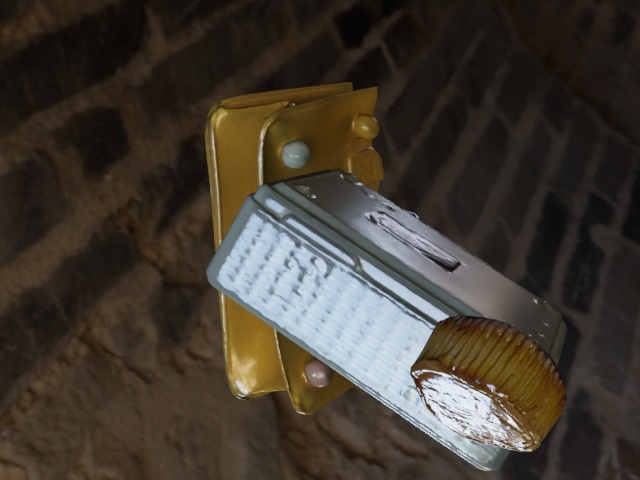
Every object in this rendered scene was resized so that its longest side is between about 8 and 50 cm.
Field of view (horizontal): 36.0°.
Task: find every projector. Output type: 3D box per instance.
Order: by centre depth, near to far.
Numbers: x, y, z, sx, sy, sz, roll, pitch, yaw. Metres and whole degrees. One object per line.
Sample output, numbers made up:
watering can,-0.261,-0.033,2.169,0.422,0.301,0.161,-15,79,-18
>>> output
projector,0.064,0.044,0.771,0.099,0.257,0.192,-60,-11,15

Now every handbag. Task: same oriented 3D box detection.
handbag,0.000,0.000,1.293,0.283,0.133,0.400,-20,-71,-51

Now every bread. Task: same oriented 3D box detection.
bread,0.094,0.074,0.539,0.053,0.085,0.085,-52,-16,-25
